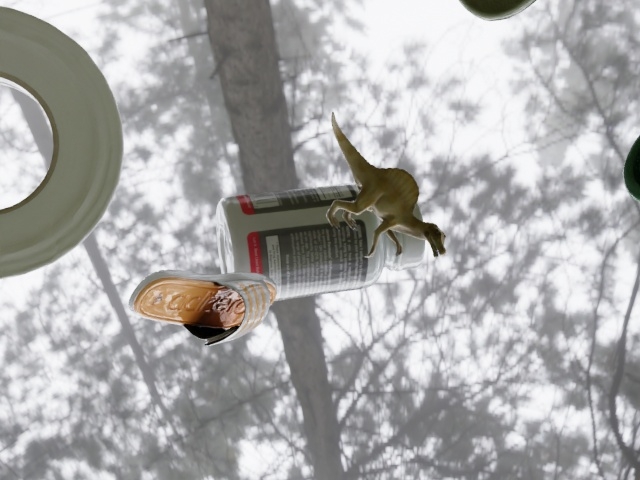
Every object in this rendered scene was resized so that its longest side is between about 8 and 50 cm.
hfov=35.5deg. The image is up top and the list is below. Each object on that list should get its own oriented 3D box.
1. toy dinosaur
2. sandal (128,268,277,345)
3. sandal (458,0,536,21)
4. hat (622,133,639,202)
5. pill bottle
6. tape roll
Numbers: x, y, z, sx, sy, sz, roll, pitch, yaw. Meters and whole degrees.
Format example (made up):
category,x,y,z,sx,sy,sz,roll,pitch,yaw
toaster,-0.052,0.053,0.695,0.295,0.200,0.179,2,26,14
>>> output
category,x,y,z,sx,sy,sz,roll,pitch,yaw
toy dinosaur,0.054,-0.045,1.035,0.183,0.092,0.053,48,-158,-3
sandal,-0.144,0.099,1.339,0.076,0.265,0.102,47,-67,30
sandal,0.214,-0.337,0.908,0.120,0.303,0.086,41,-150,7
hat,0.565,-0.081,1.478,0.208,0.183,0.173,-22,-137,48
pill bottle,0.000,0.000,1.624,0.318,0.176,0.176,-7,-129,-13
tape roll,-0.351,-0.100,1.055,0.286,0.100,0.286,-1,-87,-12
